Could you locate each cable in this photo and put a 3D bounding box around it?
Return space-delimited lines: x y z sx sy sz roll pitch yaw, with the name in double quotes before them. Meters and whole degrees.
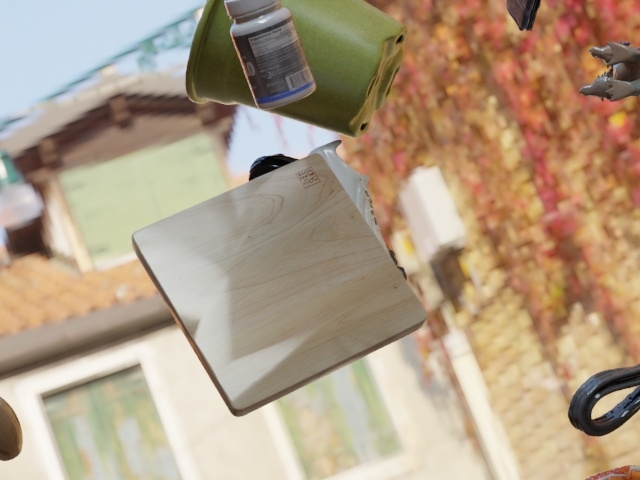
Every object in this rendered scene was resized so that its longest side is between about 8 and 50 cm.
"cable" 0.393 0.127 1.910 0.287 0.072 0.139 -41 -54 -9

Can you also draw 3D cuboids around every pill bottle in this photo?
"pill bottle" -0.062 -0.232 2.006 0.078 0.137 0.078 -18 15 5

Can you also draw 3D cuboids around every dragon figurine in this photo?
"dragon figurine" 0.435 -0.212 2.038 0.289 0.085 0.144 -2 10 31

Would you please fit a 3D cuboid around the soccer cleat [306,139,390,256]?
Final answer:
"soccer cleat" 0.051 -0.054 2.408 0.076 0.196 0.068 -34 1 -6

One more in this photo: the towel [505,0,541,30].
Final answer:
"towel" 0.322 -0.386 2.643 0.029 0.067 0.119 -23 -24 -15

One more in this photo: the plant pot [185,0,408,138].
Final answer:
"plant pot" -0.021 -0.279 2.440 0.276 0.254 0.276 -62 -11 -21

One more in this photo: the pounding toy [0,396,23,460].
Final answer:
"pounding toy" -0.386 0.147 1.369 0.270 0.155 0.154 -13 -59 -12

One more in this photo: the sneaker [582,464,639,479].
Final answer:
"sneaker" 0.379 0.309 2.054 0.175 0.067 0.064 -3 -15 -28

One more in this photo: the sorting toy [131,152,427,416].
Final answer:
"sorting toy" -0.052 0.062 1.974 0.257 0.255 0.089 -24 -24 -20

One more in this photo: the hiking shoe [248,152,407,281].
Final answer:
"hiking shoe" 0.000 0.000 2.490 0.113 0.304 0.132 -40 8 45
